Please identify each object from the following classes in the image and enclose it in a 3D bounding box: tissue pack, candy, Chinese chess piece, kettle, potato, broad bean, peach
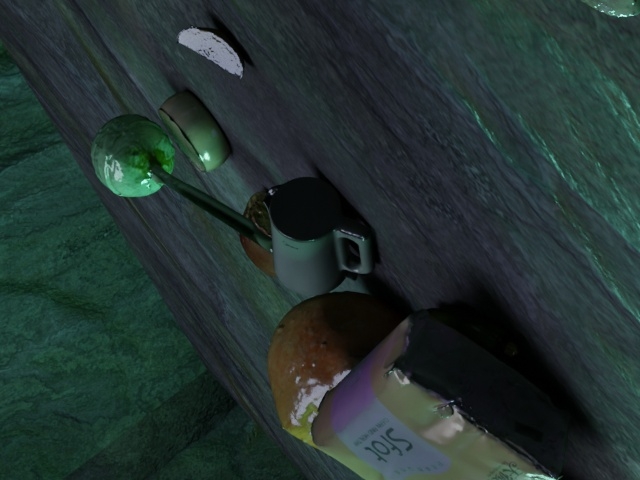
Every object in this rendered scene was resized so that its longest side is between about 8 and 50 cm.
[{"bbox_3d":[0.127,0.194,1.601,0.215,0.123,0.257,33,148,-4],"label":"tissue pack"},{"bbox_3d":[-0.182,-0.065,2.086,0.440,0.119,0.119,32,157,46],"label":"candy"},{"bbox_3d":[-0.179,-0.155,2.155,0.122,0.051,0.122,51,170,12],"label":"Chinese chess piece"},{"bbox_3d":[-0.006,0.002,1.827,0.127,0.098,0.148,54,166,23],"label":"kettle"},{"bbox_3d":[-0.117,-0.227,1.751,0.093,0.036,0.037,31,125,15],"label":"potato"},{"bbox_3d":[0.144,0.097,1.648,0.060,0.043,0.297,45,169,-8],"label":"broad bean"},{"bbox_3d":[0.034,0.167,1.891,0.232,0.232,0.232,50,168,14],"label":"peach"}]

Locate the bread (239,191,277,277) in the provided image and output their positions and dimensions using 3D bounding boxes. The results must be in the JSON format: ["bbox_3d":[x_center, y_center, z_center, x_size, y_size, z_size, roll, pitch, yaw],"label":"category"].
[{"bbox_3d":[-0.072,-0.005,2.127,0.119,0.067,0.192,51,168,8],"label":"bread"}]

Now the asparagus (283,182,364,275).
[{"bbox_3d":[0.001,-0.012,1.951,0.163,0.016,0.016,51,150,16],"label":"asparagus"}]

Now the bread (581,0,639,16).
[{"bbox_3d":[0.112,-0.213,0.874,0.193,0.036,0.112,45,165,31],"label":"bread"}]
